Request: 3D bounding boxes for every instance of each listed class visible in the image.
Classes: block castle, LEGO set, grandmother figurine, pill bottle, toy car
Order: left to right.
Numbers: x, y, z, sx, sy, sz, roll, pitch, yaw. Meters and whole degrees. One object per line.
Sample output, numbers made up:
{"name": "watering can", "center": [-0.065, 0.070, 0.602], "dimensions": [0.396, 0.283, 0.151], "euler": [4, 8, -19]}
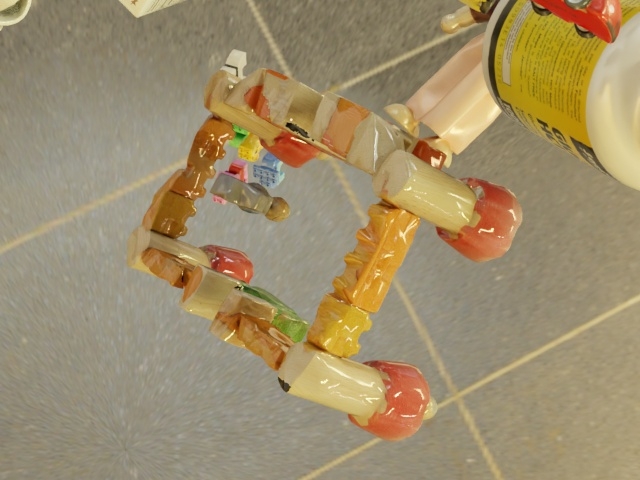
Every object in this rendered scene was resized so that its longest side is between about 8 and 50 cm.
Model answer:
{"name": "LEGO set", "center": [-0.099, -0.126, 1.729], "dimensions": [0.087, 0.227, 0.093], "euler": [18, 43, 19]}
{"name": "block castle", "center": [0.000, 0.000, 1.476], "dimensions": [0.213, 0.453, 0.303], "euler": [24, 94, -38]}
{"name": "toy car", "center": [0.120, -0.253, 1.036], "dimensions": [0.225, 0.239, 0.053], "euler": [37, 88, -30]}
{"name": "grandmother figurine", "center": [0.258, -0.254, 1.769], "dimensions": [0.208, 0.104, 0.342], "euler": [43, 95, 2]}
{"name": "pill bottle", "center": [0.305, -0.155, 1.255], "dimensions": [0.188, 0.334, 0.188], "euler": [-7, 112, -17]}

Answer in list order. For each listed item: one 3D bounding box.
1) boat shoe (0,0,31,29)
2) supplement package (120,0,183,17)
{"name": "boat shoe", "center": [-0.237, -0.176, 0.895], "dimensions": [0.076, 0.226, 0.083], "euler": [42, 87, -15]}
{"name": "supplement package", "center": [-0.190, -0.400, 1.537], "dimensions": [0.194, 0.149, 0.203], "euler": [45, 36, 6]}
